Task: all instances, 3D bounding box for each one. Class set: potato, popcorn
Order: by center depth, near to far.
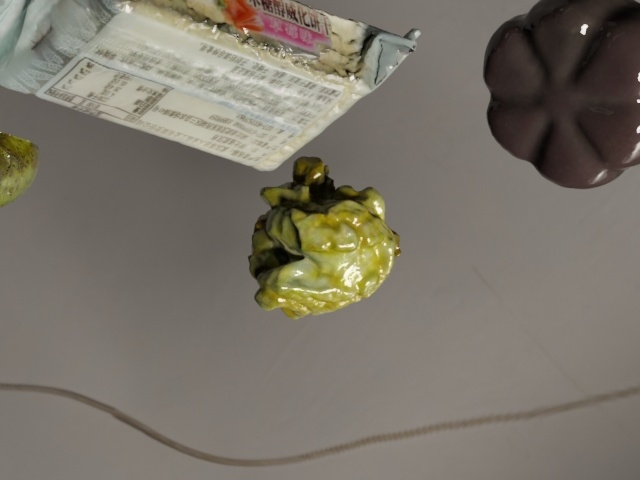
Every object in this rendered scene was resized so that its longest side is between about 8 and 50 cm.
[{"bbox_3d":[-0.001,0.000,1.473,0.187,0.167,0.185,-56,45,27],"label":"popcorn"},{"bbox_3d":[-0.444,-0.100,1.619,0.054,0.198,0.120,-9,88,27],"label":"potato"}]

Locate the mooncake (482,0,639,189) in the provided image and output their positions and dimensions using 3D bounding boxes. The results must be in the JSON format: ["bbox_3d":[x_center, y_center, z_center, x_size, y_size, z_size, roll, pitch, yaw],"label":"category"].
[{"bbox_3d":[0.309,-0.179,1.405,0.244,0.133,0.245,18,121,32],"label":"mooncake"}]

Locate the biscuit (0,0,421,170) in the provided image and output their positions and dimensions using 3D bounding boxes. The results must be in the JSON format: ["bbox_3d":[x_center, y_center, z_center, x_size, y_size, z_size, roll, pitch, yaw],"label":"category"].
[{"bbox_3d":[-0.089,-0.134,0.835,0.186,0.309,0.079,-37,51,39],"label":"biscuit"}]
